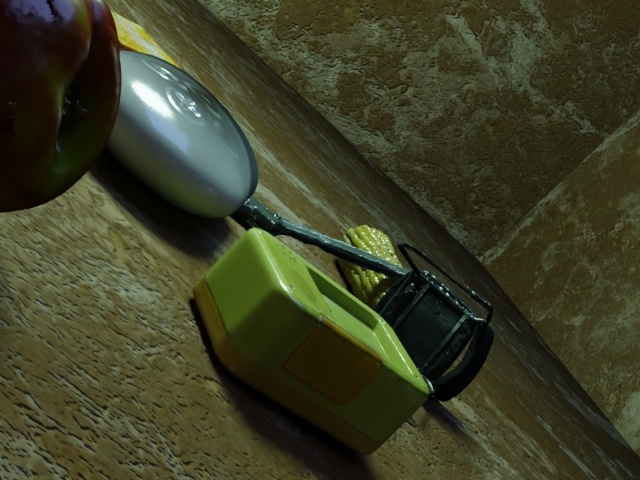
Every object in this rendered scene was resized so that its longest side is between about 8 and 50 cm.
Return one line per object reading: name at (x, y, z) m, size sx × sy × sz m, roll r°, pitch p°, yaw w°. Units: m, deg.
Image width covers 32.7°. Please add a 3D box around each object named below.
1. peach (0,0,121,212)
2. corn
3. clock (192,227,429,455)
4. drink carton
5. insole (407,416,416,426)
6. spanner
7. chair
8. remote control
peach at (-0.223, -0.113, 0.684) m, size 0.197 × 0.197 × 0.197 m, roll 44°, pitch 9°, yaw -9°
corn at (0.083, 0.055, 1.570) m, size 0.086 × 0.086 × 0.288 m, roll 41°, pitch 11°, yaw -25°
clock at (-0.009, 0.092, 0.973) m, size 0.202 × 0.096 × 0.143 m, roll 38°, pitch 14°, yaw -33°
drink carton at (-0.257, -0.234, 1.360) m, size 0.096 × 0.071 × 0.223 m, roll 47°, pitch 8°, yaw 9°
insole at (0.069, 0.178, 1.231) m, size 0.135 × 0.002 × 0.045 m, roll 39°, pitch 12°, yaw -38°
spanner at (0.000, 0.000, 1.422) m, size 0.325 × 0.026 × 0.093 m, roll 23°, pitch 17°, yaw -32°
chair at (0.136, 0.116, 1.394) m, size 0.145 × 0.140 × 0.221 m, roll 38°, pitch -1°, yaw 20°
remote control at (-0.161, -0.120, 1.193) m, size 0.221 × 0.103 × 0.332 m, roll 47°, pitch 7°, yaw -5°
